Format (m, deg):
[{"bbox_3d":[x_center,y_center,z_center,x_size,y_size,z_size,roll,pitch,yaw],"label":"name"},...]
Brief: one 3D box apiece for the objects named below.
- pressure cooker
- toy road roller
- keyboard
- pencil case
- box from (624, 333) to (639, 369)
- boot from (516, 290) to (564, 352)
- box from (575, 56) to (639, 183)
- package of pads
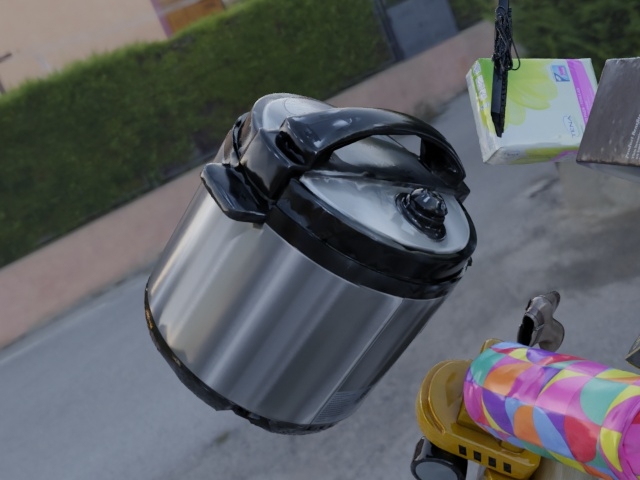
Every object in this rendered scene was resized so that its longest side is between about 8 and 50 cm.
[{"bbox_3d":[0.004,0.004,1.110,0.420,0.376,0.370,-56,6,28],"label":"pressure cooker"},{"bbox_3d":[0.316,0.305,1.333,0.330,0.240,0.202,20,47,6],"label":"toy road roller"},{"bbox_3d":[0.264,-0.248,1.148,0.038,0.192,0.100,0,-18,21],"label":"keyboard"},{"bbox_3d":[0.227,0.150,0.724,0.104,0.104,0.236,-30,14,-21],"label":"pencil case"},{"bbox_3d":[0.621,0.192,1.226,0.079,0.257,0.322,-55,-16,-10],"label":"box"},{"bbox_3d":[0.296,0.125,1.119,0.042,0.118,0.087,17,35,37],"label":"boot"},{"bbox_3d":[0.586,-0.143,1.173,0.296,0.182,0.294,15,5,-15],"label":"box"},{"bbox_3d":[0.481,-0.282,1.813,0.297,0.229,0.101,-4,-16,-17],"label":"package of pads"}]
